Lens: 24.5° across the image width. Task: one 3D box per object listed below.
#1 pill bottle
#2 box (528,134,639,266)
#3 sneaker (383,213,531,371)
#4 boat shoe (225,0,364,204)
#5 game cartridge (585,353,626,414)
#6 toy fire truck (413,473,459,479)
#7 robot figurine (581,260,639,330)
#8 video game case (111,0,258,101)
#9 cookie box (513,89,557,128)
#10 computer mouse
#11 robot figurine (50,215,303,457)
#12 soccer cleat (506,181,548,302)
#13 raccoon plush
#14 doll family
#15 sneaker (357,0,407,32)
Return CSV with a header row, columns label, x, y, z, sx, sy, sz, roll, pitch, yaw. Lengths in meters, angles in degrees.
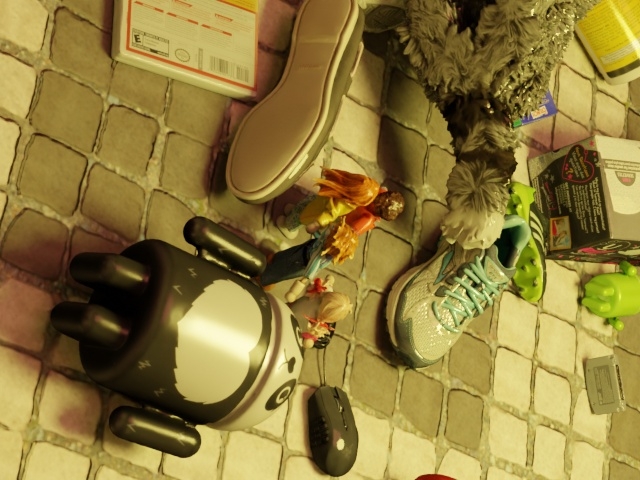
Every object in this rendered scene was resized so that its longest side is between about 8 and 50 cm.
label,x,y,z,sx,sy,sz,roll,pitch,yaw
pill bottle,0.451,-0.359,2.310,0.208,0.119,0.119,56,49,-13
box,0.452,-0.058,2.198,0.247,0.142,0.163,5,74,-41
sneaker,0.186,0.054,1.944,0.110,0.122,0.283,50,51,-18
boat shoe,-0.016,-0.167,1.850,0.335,0.112,0.095,-67,151,-27
game cartridge,0.413,0.210,2.137,0.017,0.056,0.083,4,75,-48
toy fire truck,0.222,0.400,1.776,0.302,0.254,0.169,43,53,-23
robot figurine,0.443,0.081,2.197,0.115,0.067,0.101,-2,105,-42
video game case,-0.162,-0.330,1.831,0.204,0.025,0.285,15,68,-37
cookie box,0.295,-0.224,2.184,0.092,0.040,0.107,-19,89,-43
computer mouse,0.016,0.170,1.816,0.071,0.041,0.242,7,72,-39
robot figurine,-0.148,0.103,1.601,0.278,0.209,0.173,28,24,-32
soccer cleat,0.302,0.001,2.108,0.072,0.060,0.179,3,72,-42
raccoon plush,0.249,-0.221,2.010,0.299,0.216,0.446,-2,108,-58
doll family,0.000,0.000,1.772,0.118,0.163,0.263,44,52,-22
sneaker,0.106,-0.351,2.041,0.232,0.090,0.115,2,68,-50
